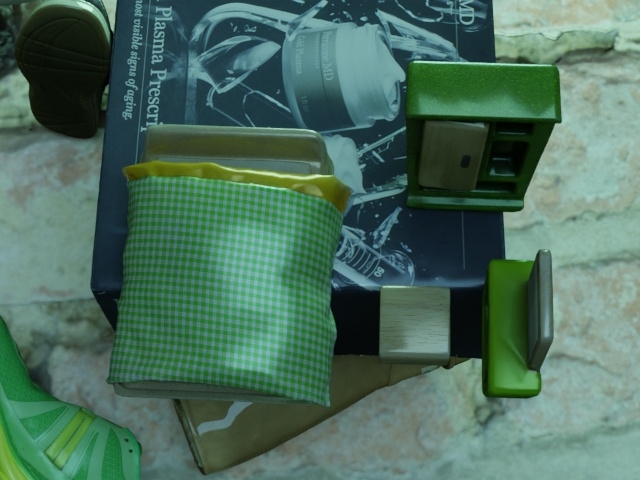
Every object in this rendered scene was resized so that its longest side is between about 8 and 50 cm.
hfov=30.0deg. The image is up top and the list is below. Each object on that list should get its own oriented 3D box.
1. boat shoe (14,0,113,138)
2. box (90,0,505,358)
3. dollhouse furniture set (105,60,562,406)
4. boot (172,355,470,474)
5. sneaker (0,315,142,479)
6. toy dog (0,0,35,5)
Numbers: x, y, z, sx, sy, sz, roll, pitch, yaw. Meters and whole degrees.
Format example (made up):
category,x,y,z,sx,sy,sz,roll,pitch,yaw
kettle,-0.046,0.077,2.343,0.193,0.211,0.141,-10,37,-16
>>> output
category,x,y,z,sx,sy,sz,roll,pitch,yaw
boat shoe,-0.216,-0.165,1.035,0.080,0.223,0.073,12,67,-6
box,-0.012,-0.085,1.013,0.313,0.179,0.343,0,67,1
dollhouse furniture set,0.000,0.000,0.799,0.302,0.151,0.197,2,70,3
boot,-0.021,0.056,1.091,0.270,0.089,0.236,-19,74,-13
sneaker,-0.224,0.186,1.016,0.124,0.109,0.295,-25,79,-40
toy dog,-0.334,-0.237,1.088,0.334,0.161,0.220,-7,79,1
